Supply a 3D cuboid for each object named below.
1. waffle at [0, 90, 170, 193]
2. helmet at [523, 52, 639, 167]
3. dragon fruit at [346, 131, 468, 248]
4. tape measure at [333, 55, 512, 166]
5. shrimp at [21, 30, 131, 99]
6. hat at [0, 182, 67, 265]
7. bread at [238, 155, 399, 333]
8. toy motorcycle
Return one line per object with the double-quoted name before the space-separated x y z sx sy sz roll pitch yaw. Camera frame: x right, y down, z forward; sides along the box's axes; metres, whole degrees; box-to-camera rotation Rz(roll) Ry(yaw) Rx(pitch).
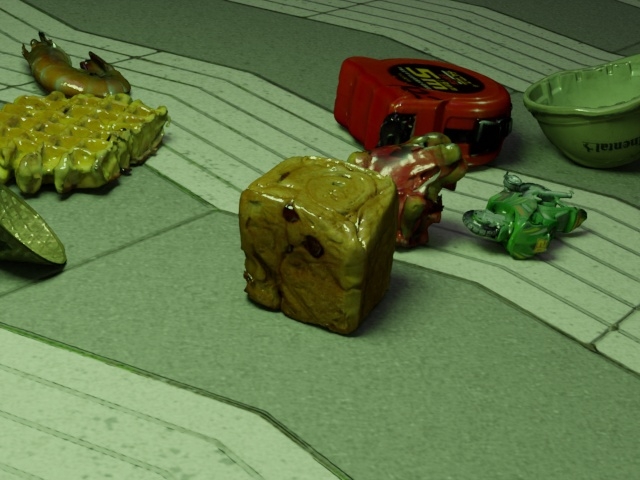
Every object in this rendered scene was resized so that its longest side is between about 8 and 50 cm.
"waffle" -0.329 -0.131 1.665 0.310 0.065 0.283 -12 29 -29
"helmet" 0.441 -0.182 1.878 0.258 0.137 0.204 -12 24 11
"dragon fruit" 0.098 -0.064 1.552 0.150 0.208 0.133 48 40 -12
"tape measure" 0.156 -0.184 1.852 0.261 0.114 0.253 0 25 -23
"shrimp" -0.387 -0.268 1.949 0.150 0.068 0.249 2 27 -42
"hat" -0.355 -0.004 1.390 0.146 0.067 0.146 45 6 -6
"bread" 0.000 0.000 1.378 0.149 0.143 0.158 14 29 14
"toy motorcycle" 0.260 -0.028 1.596 0.106 0.074 0.190 32 32 26
